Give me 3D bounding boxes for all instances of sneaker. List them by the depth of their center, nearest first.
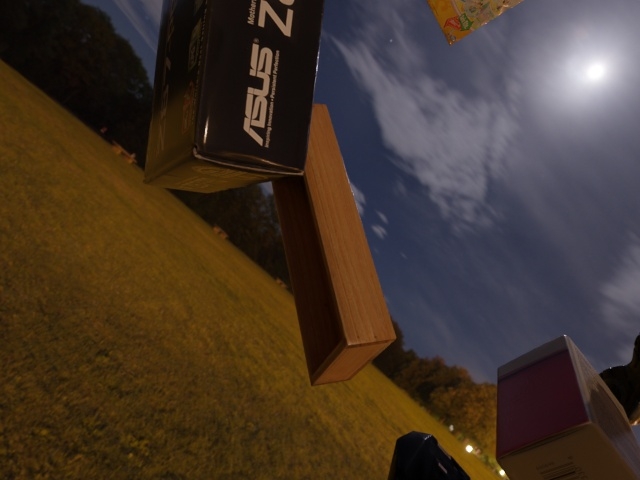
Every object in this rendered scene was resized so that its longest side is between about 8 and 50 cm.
[{"bbox_3d":[0.533,0.197,0.678,0.286,0.130,0.108,94,-4,-54],"label":"sneaker"}]

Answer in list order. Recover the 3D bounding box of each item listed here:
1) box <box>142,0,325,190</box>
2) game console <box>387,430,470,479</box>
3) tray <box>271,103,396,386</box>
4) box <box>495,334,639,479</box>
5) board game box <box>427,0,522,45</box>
[{"bbox_3d":[-0.094,-0.251,0.456,0.097,0.394,0.318,6,1,-26],"label":"box"},{"bbox_3d":[0.217,0.441,0.606,0.361,0.044,0.213,48,26,0],"label":"game console"},{"bbox_3d":[0.000,0.000,0.736,0.202,0.076,0.410,114,-32,-56],"label":"tray"},{"bbox_3d":[0.336,0.260,0.622,0.148,0.127,0.232,53,25,2],"label":"box"},{"bbox_3d":[0.176,-0.319,0.551,0.154,0.104,0.026,25,45,-53],"label":"board game box"}]
